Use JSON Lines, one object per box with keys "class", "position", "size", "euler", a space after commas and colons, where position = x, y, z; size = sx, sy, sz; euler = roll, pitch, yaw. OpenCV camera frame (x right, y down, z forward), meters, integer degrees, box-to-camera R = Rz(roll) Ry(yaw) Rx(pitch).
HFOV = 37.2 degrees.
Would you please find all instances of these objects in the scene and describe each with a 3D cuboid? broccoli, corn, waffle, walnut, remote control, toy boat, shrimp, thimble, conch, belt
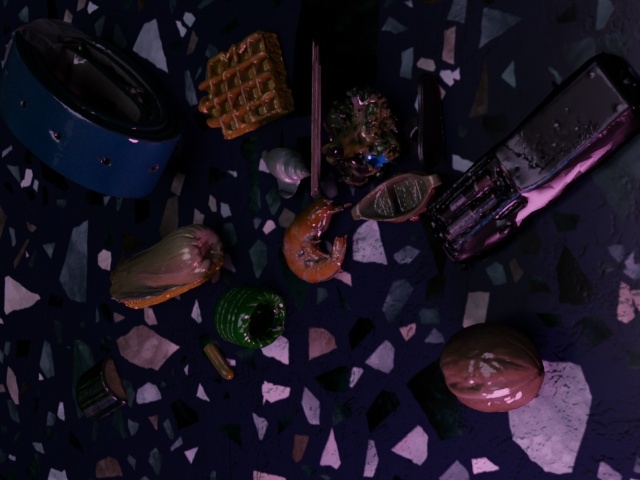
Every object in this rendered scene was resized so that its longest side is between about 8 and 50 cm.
{"class": "broccoli", "position": [0.057, -0.166, 1.576], "size": [0.154, 0.160, 0.167], "euler": [45, 133, -1]}
{"class": "corn", "position": [-0.316, 0.055, 1.920], "size": [0.305, 0.122, 0.123], "euler": [-25, 78, 40]}
{"class": "waffle", "position": [-0.154, -0.287, 1.800], "size": [0.211, 0.055, 0.160], "euler": [-17, 85, 40]}
{"class": "walnut", "position": [0.263, 0.194, 1.459], "size": [0.162, 0.140, 0.140], "euler": [-16, 84, 28]}
{"class": "remote control", "position": [0.312, -0.114, 1.435], "size": [0.399, 0.062, 0.144], "euler": [-45, 66, 33]}
{"class": "toy boat", "position": [0.136, -0.073, 1.576], "size": [0.185, 0.071, 0.089], "euler": [-23, 80, 39]}
{"class": "shrimp", "position": [0.002, -0.002, 1.713], "size": [0.132, 0.052, 0.187], "euler": [44, 128, 14]}
{"class": "thimble", "position": [-0.129, 0.141, 1.777], "size": [0.090, 0.130, 0.118], "euler": [9, 81, 37]}
{"class": "conch", "position": [-0.058, -0.128, 1.727], "size": [0.180, 0.065, 0.088], "euler": [26, 147, 59]}
{"class": "belt", "position": [-0.466, -0.272, 1.895], "size": [0.436, 0.300, 0.173], "euler": [42, 118, 28]}

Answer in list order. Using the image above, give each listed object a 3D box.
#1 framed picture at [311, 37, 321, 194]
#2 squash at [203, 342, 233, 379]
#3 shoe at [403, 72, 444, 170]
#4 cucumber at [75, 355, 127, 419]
{"class": "framed picture", "position": [-0.007, -0.199, 1.616], "size": [0.014, 0.197, 0.252], "euler": [1, 90, 1]}
{"class": "squash", "position": [-0.202, 0.245, 1.908], "size": [0.083, 0.027, 0.027], "euler": [53, 123, 22]}
{"class": "shoe", "position": [0.164, -0.191, 1.550], "size": [0.053, 0.062, 0.159], "euler": [-1, 88, 43]}
{"class": "cucumber", "position": [-0.498, 0.334, 2.136], "size": [0.115, 0.062, 0.116], "euler": [-32, 76, 33]}
